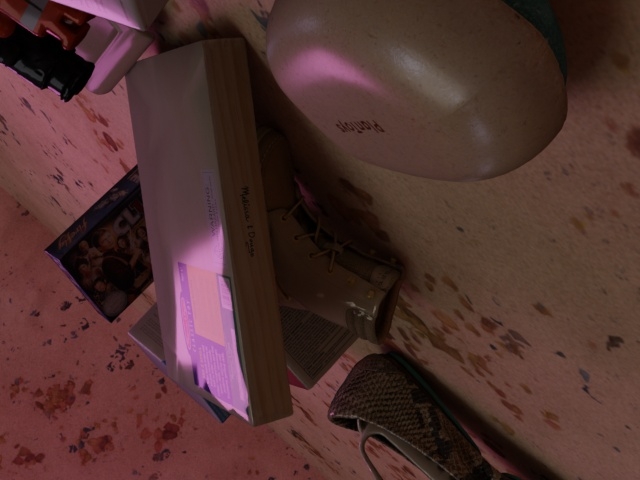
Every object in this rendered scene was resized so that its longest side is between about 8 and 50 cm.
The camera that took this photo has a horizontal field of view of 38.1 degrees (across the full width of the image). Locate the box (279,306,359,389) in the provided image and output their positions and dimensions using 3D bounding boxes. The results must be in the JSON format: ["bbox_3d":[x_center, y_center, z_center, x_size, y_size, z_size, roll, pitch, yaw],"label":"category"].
[{"bbox_3d":[-0.062,0.072,1.292,0.232,0.148,0.127,49,162,-15],"label":"box"}]

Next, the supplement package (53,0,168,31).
[{"bbox_3d":[-0.217,-0.297,0.623,0.293,0.177,0.175,21,155,16],"label":"supplement package"}]

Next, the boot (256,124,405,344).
[{"bbox_3d":[0.000,0.000,1.086,0.203,0.095,0.262,22,135,24],"label":"boot"}]

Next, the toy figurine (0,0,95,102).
[{"bbox_3d":[-0.235,-0.254,0.825,0.148,0.209,0.213,34,164,-7],"label":"toy figurine"}]

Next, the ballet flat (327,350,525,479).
[{"bbox_3d":[0.206,0.364,1.320,0.483,0.182,0.164,39,161,15],"label":"ballet flat"}]

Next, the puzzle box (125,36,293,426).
[{"bbox_3d":[-0.137,-0.013,1.071,0.272,0.052,0.409,9,108,60],"label":"puzzle box"}]

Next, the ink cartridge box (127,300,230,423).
[{"bbox_3d":[-0.158,0.143,1.528,0.171,0.233,0.168,36,163,23],"label":"ink cartridge box"}]

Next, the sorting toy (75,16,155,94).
[{"bbox_3d":[-0.289,-0.276,1.081,0.196,0.047,0.347,44,149,-14],"label":"sorting toy"}]

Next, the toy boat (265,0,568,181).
[{"bbox_3d":[0.030,-0.172,0.588,0.318,0.148,0.267,44,169,-25],"label":"toy boat"}]

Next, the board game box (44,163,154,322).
[{"bbox_3d":[-0.284,-0.012,1.430,0.042,0.243,0.165,28,157,39],"label":"board game box"}]
